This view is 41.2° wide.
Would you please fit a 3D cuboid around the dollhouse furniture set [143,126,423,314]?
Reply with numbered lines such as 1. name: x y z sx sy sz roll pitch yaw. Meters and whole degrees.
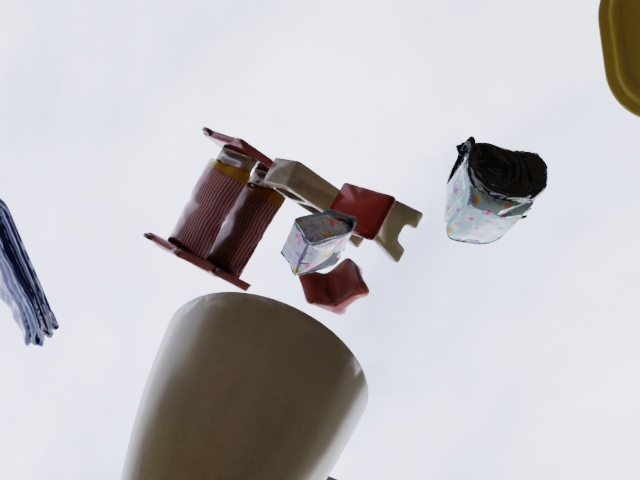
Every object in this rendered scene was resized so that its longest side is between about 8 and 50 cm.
1. dollhouse furniture set: -0.067 -0.019 1.213 0.152 0.374 0.201 32 -97 -40

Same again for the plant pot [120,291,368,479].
1. plant pot: -0.107 0.239 0.920 0.256 0.256 0.274 31 -136 -5

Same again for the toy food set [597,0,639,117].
1. toy food set: 0.344 -0.211 0.836 0.128 0.071 0.218 -7 -103 25

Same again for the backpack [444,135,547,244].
1. backpack: 0.265 -0.073 1.375 0.152 0.182 0.115 17 -119 -9

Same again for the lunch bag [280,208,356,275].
1. lunch bag: 0.000 0.000 1.075 0.083 0.071 0.053 -12 -124 -30

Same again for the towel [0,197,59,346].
1. towel: -0.403 -0.052 0.898 0.040 0.243 0.336 -37 -118 -26

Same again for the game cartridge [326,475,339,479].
1. game cartridge: 0.009 0.386 1.264 0.056 0.083 0.017 20 -151 21
